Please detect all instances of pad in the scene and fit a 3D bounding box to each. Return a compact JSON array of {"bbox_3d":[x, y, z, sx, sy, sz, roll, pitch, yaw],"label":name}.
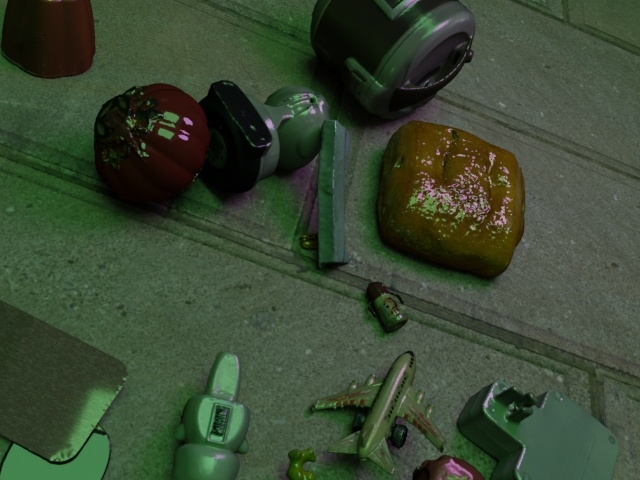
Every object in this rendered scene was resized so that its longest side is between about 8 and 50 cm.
[{"bbox_3d":[-0.440,0.200,1.000,0.266,0.002,0.176,26,52,3],"label":"pad"}]

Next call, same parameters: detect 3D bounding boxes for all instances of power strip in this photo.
[{"bbox_3d":[0.386,0.351,1.168,0.261,0.141,0.229,39,49,5],"label":"power strip"}]

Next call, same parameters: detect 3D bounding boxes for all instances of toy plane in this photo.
[{"bbox_3d":[0.111,0.278,1.124,0.229,0.092,0.244,13,35,22],"label":"toy plane"}]

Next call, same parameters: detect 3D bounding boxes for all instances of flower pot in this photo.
[{"bbox_3d":[-0.545,-0.455,1.359,0.191,0.173,0.190,12,49,-14],"label":"flower pot"}]

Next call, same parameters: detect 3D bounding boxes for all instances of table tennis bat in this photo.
[{"bbox_3d":[-0.364,0.284,0.976,0.138,0.022,0.246,22,51,-6],"label":"table tennis bat"}]

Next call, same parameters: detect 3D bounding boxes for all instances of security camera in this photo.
[{"bbox_3d":[-0.103,-0.217,1.354,0.277,0.191,0.197,-23,70,-36],"label":"security camera"}]

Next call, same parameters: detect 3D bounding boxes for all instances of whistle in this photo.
[{"bbox_3d":[-0.162,0.286,1.007,0.102,0.106,0.253,35,49,-37],"label":"whistle"}]

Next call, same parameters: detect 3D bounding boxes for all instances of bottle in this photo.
[{"bbox_3d":[0.122,0.122,1.284,0.063,0.047,0.101,-10,57,-39],"label":"bottle"}]

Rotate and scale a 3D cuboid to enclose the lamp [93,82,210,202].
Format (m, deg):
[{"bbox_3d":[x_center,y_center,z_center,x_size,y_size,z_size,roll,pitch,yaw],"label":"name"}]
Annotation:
[{"bbox_3d":[-0.309,-0.180,1.218,0.227,0.226,0.226,11,52,-15],"label":"lamp"}]

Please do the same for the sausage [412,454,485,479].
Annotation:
[{"bbox_3d":[0.201,0.464,0.993,0.152,0.152,0.279,5,55,-20],"label":"sausage"}]

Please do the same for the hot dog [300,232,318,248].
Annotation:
[{"bbox_3d":[0.000,0.000,1.342,0.083,0.021,0.037,-4,58,-24],"label":"hot dog"}]

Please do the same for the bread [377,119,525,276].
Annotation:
[{"bbox_3d":[0.293,-0.098,1.456,0.337,0.148,0.327,20,50,-7],"label":"bread"}]

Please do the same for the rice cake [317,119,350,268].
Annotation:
[{"bbox_3d":[0.026,-0.089,1.321,0.081,0.051,0.290,3,86,-54],"label":"rice cake"}]

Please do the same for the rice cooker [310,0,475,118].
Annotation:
[{"bbox_3d":[0.174,-0.470,1.576,0.335,0.335,0.325,-31,72,-37],"label":"rice cooker"}]

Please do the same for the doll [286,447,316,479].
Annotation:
[{"bbox_3d":[-0.023,0.490,0.911,0.346,0.098,0.341,-30,70,-32],"label":"doll"}]
